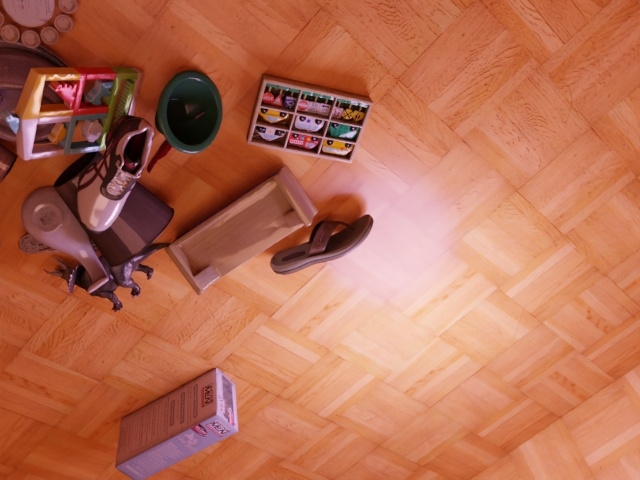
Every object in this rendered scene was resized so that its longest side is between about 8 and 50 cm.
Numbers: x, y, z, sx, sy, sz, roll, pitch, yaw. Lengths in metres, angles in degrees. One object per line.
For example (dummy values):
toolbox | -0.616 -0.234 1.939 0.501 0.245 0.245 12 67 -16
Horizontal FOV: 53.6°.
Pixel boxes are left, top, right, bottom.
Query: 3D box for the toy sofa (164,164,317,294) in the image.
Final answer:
toy sofa | -0.195 -0.032 1.601 0.362 0.177 0.150 -32 101 13

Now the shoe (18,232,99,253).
shoe | -0.630 -0.006 1.577 0.219 0.058 0.077 -3 101 -14

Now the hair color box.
hair color box | -0.441 0.568 1.949 0.374 0.185 0.114 -30 126 11

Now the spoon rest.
spoon rest | -0.606 -0.002 1.521 0.137 0.084 0.276 -34 93 -3

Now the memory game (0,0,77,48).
memory game | -0.575 -0.473 1.245 0.186 0.012 0.186 -6 116 -12

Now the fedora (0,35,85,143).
fedora | -0.640 -0.291 1.316 0.275 0.124 0.244 14 121 -20

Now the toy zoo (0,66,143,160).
toy zoo | -0.510 -0.264 1.305 0.293 0.030 0.192 -21 144 -53

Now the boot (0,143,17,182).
boot | -0.831 -0.142 1.395 0.220 0.109 0.283 31 117 -20

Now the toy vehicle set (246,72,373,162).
toy vehicle set | -0.027 -0.285 1.497 0.266 0.035 0.166 8 124 -17

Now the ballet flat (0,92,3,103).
ballet flat | -0.672 -0.254 1.238 0.114 0.041 0.041 -30 126 17

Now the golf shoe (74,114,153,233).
golf shoe | -0.440 -0.141 1.354 0.105 0.120 0.273 23 88 -33

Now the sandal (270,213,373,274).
sandal | -0.001 0.001 1.668 0.302 0.120 0.086 -22 113 6

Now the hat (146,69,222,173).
hat | -0.351 -0.280 1.443 0.173 0.183 0.209 41 66 -44

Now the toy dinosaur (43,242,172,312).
toy dinosaur | -0.527 0.083 1.619 0.313 0.121 0.160 -21 140 10

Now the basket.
basket | -0.494 -0.084 1.483 0.204 0.154 0.227 -43 120 -7
